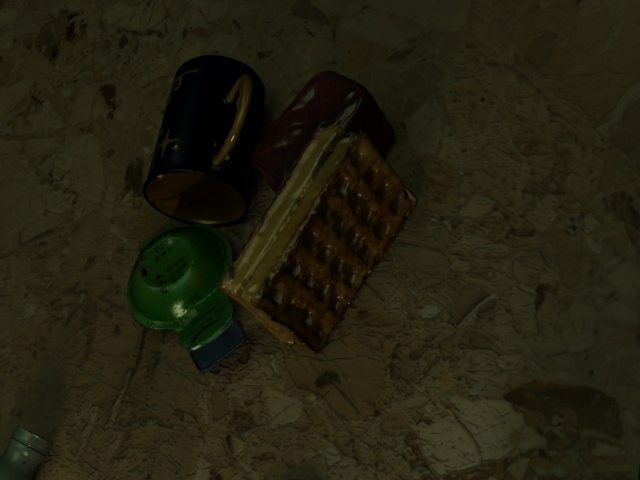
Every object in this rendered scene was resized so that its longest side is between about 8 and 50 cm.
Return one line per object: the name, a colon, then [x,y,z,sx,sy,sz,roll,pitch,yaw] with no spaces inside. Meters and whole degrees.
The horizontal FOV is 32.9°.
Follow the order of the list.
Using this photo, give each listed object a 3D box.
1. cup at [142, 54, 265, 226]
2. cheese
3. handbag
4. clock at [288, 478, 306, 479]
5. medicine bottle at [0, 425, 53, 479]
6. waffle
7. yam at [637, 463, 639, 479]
cup: [-0.159,-0.184,1.834,0.255,0.178,0.256,-14,54,36]
cheese: [-0.217,0.085,1.774,0.204,0.083,0.320,-37,50,1]
handbag: [0.006,-0.157,1.773,0.146,0.135,0.225,35,86,37]
clock: [-0.035,0.381,1.547,0.085,0.017,0.085,-13,57,21]
medicine bottle: [-0.513,0.407,1.735,0.090,0.090,0.216,18,71,34]
waffle: [-0.001,0.000,1.633,0.091,0.213,0.308,23,76,39]
yam: [0.412,0.328,1.317,0.066,0.066,0.299,0,62,27]
